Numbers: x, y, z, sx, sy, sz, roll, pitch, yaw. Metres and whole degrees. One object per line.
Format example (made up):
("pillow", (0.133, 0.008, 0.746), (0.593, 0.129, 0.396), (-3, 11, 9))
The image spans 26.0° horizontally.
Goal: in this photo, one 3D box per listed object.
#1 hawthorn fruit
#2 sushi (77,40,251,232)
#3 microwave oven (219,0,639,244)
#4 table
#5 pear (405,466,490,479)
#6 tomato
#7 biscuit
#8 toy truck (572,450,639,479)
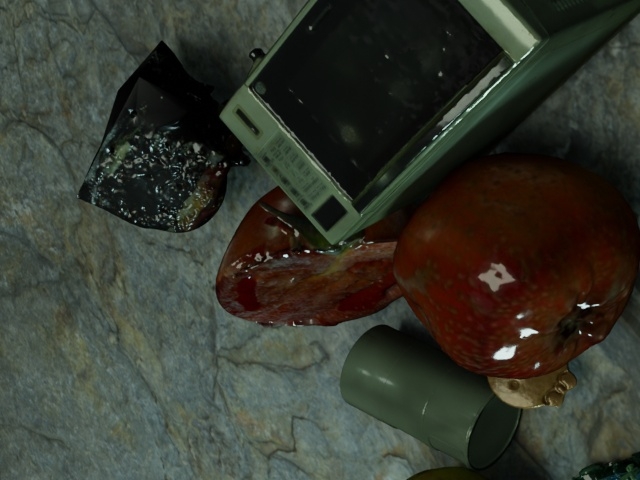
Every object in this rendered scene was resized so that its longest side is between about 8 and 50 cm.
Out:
("hawthorn fruit", (0.221, 0.025, 1.635), (0.300, 0.275, 0.275), (23, 123, 47))
("sushi", (-0.215, -0.127, 2.015), (0.212, 0.215, 0.227), (28, 110, -7))
("microwave oven", (0.120, -0.226, 1.561), (0.247, 0.333, 0.394), (53, 134, 8))
("table", (0.148, 0.209, 1.875), (0.220, 0.126, 0.126), (24, 123, 35))
("pear", (0.173, 0.467, 1.834), (0.304, 0.304, 0.303), (20, 120, 37))
("tomato", (0.000, -0.006, 1.879), (0.309, 0.309, 0.170), (-32, 55, 46))
("biscuit", (0.243, 0.133, 1.770), (0.133, 0.027, 0.184), (-19, 75, 14))
("toy truck", (0.379, 0.312, 1.735), (0.154, 0.078, 0.080), (-35, 81, 46))
